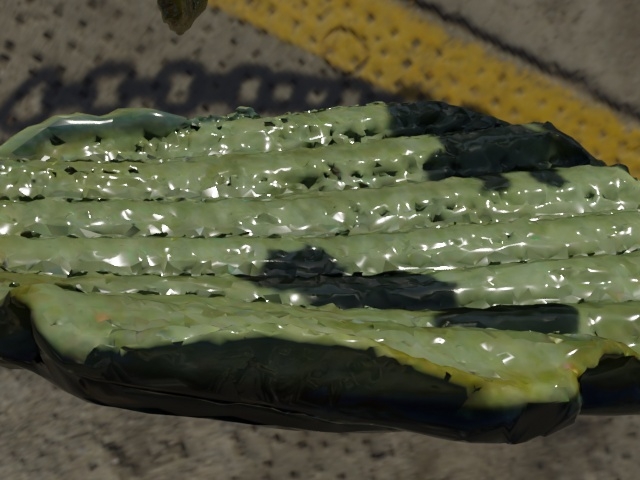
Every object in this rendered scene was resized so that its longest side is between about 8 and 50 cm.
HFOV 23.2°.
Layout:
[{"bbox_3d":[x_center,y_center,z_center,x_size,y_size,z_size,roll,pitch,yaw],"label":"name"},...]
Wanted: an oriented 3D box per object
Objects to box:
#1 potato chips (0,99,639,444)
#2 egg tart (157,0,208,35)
[{"bbox_3d":[0.000,0.000,0.724,0.429,0.358,0.070,-1,111,-22],"label":"potato chips"},{"bbox_3d":[-0.152,-0.278,1.728,0.039,0.105,0.105,-15,83,-24],"label":"egg tart"}]
